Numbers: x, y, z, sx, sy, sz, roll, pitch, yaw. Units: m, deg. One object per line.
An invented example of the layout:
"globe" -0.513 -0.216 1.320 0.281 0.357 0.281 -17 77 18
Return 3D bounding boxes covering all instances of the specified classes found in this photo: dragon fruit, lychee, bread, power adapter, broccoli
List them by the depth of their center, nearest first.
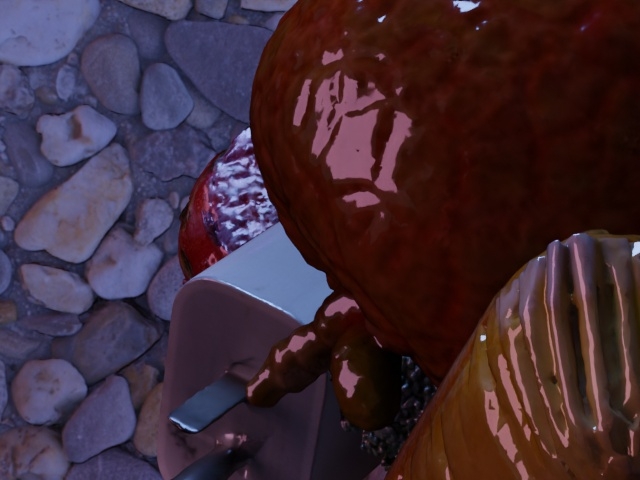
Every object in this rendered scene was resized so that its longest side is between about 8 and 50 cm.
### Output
"bread" 0.105 0.115 0.713 0.288 0.153 0.119 114 162 -49
"lychee" 0.076 -0.030 0.825 0.300 0.255 0.255 -37 9 -4
"broccoli" 0.075 0.087 1.132 0.118 0.122 0.204 -43 -9 3
"power adapter" -0.019 0.090 1.188 0.255 0.124 0.187 -35 -39 -50
"dragon fruit" 0.000 0.000 1.432 0.147 0.211 0.282 108 147 -55
